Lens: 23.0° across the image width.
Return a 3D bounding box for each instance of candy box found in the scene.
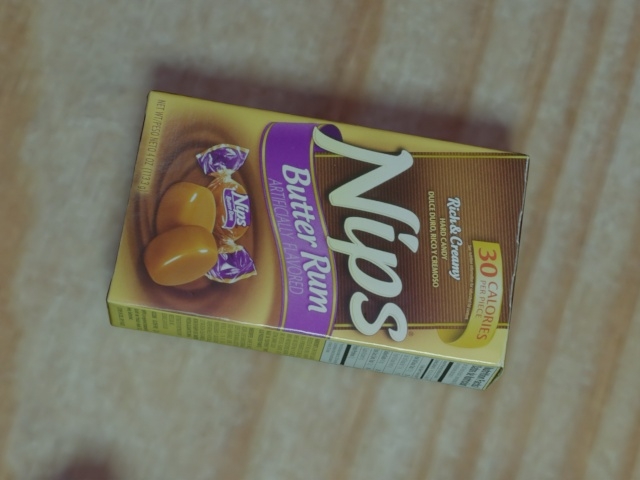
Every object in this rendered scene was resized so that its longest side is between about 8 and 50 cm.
[{"bbox_3d":[0.000,0.000,0.752,0.187,0.053,0.109,10,72,-2],"label":"candy box"}]
